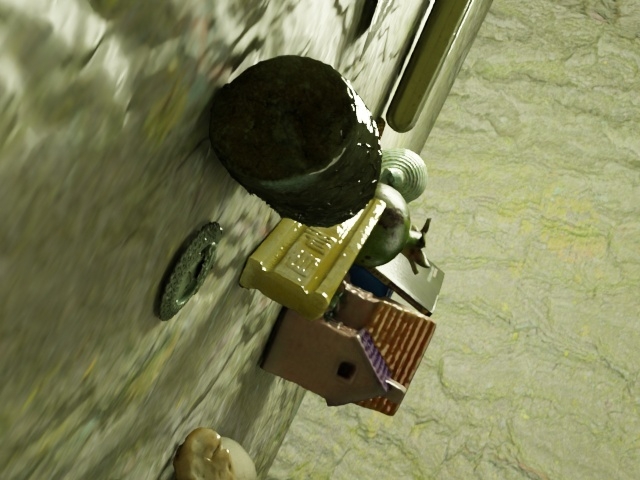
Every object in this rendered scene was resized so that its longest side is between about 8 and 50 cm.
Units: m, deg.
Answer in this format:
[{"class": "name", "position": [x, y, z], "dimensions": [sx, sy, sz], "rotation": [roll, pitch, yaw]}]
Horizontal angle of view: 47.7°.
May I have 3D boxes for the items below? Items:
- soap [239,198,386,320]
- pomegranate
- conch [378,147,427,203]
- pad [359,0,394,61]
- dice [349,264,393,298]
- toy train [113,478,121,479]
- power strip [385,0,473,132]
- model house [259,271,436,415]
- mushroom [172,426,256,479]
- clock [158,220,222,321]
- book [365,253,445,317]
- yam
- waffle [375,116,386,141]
[{"class": "soap", "position": [0.000, -0.001, 0.817], "dimensions": [0.037, 0.092, 0.252], "rotation": [-67, 173, 31]}, {"class": "pomegranate", "position": [0.101, -0.020, 1.183], "dimensions": [0.148, 0.169, 0.148], "rotation": [-172, -90, -82]}, {"class": "conch", "position": [0.120, -0.107, 1.302], "dimensions": [0.153, 0.102, 0.135], "rotation": [13, 117, -50]}, {"class": "pad", "position": [0.098, -0.322, 0.721], "dimensions": [0.159, 0.009, 0.265], "rotation": [-65, 176, -46]}, {"class": "dice", "position": [0.068, 0.080, 1.396], "dimensions": [0.143, 0.146, 0.146], "rotation": [-66, 170, 26]}, {"class": "toy train", "position": [-0.167, 0.237, 0.420], "dimensions": [0.407, 0.088, 0.086], "rotation": [7, 108, -84]}, {"class": "power strip", "position": [0.199, -0.358, 1.175], "dimensions": [0.092, 0.066, 0.387], "rotation": [-72, -174, -79]}, {"class": "model house", "position": [0.057, 0.163, 1.202], "dimensions": [0.202, 0.238, 0.237], "rotation": [-64, 173, 0]}, {"class": "mushroom", "position": [-0.126, 0.282, 0.874], "dimensions": [0.212, 0.088, 0.097], "rotation": [81, 24, -66]}, {"class": "clock", "position": [-0.095, 0.024, 0.529], "dimensions": [0.083, 0.010, 0.074], "rotation": [-55, 168, -50]}, {"class": "book", "position": [0.129, 0.031, 1.336], "dimensions": [0.024, 0.228, 0.160], "rotation": [-49, -178, 30]}, {"class": "yam", "position": [-0.010, -0.065, 0.504], "dimensions": [0.107, 0.107, 0.183], "rotation": [-65, 170, 0]}, {"class": "waffle", "position": [0.088, -0.162, 1.221], "dimensions": [0.078, 0.016, 0.085], "rotation": [-61, 171, -26]}]
